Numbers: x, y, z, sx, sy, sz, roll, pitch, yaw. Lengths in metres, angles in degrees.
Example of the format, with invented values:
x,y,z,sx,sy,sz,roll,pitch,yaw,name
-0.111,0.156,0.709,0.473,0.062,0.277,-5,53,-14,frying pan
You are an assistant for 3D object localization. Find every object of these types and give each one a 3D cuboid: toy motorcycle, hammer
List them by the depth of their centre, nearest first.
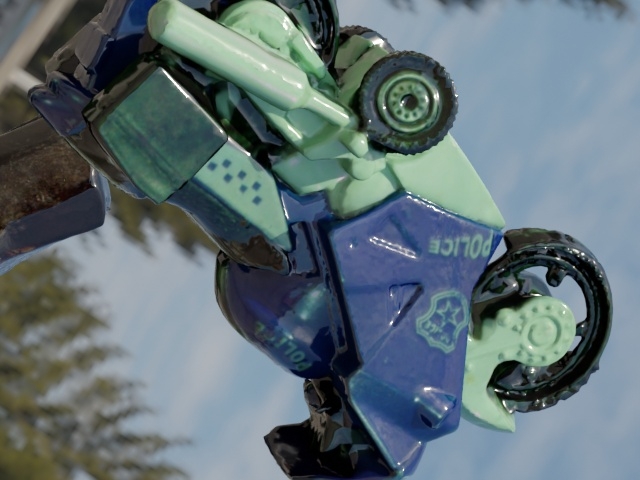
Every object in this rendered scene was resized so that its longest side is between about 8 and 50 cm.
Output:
x,y,z,sx,sy,sz,roll,pitch,yaw,name
0.000,0.000,0.987,0.196,0.331,0.125,-47,-155,-1,toy motorcycle
-0.287,0.041,1.377,0.242,0.095,0.409,-28,173,-20,hammer
